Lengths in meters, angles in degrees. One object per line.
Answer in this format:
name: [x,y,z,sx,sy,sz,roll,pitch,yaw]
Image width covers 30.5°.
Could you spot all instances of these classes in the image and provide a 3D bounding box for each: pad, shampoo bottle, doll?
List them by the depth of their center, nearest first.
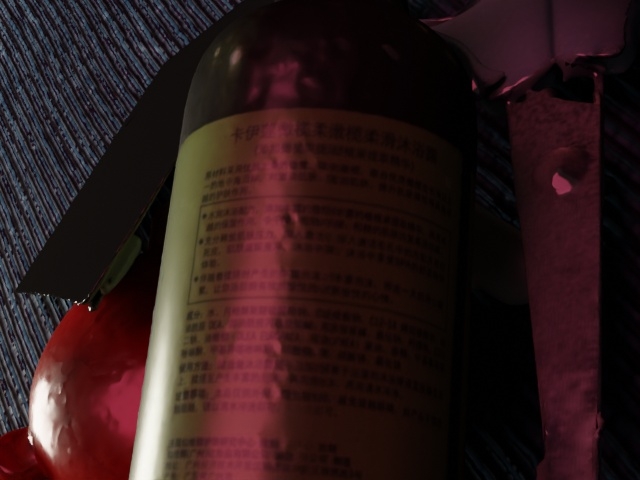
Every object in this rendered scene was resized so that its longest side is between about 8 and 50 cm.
shampoo bottle: [0.000,0.000,0.384,0.101,0.101,0.284,-11,63,37]
doll: [-0.028,0.045,0.474,0.217,0.085,0.183,-38,45,-10]
pad: [-0.086,-0.039,0.552,0.159,0.009,0.265,-60,17,-11]

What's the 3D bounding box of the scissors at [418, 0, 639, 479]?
scissors: [0.086,-0.049,0.434,0.191,0.029,0.360,-15,45,25]
